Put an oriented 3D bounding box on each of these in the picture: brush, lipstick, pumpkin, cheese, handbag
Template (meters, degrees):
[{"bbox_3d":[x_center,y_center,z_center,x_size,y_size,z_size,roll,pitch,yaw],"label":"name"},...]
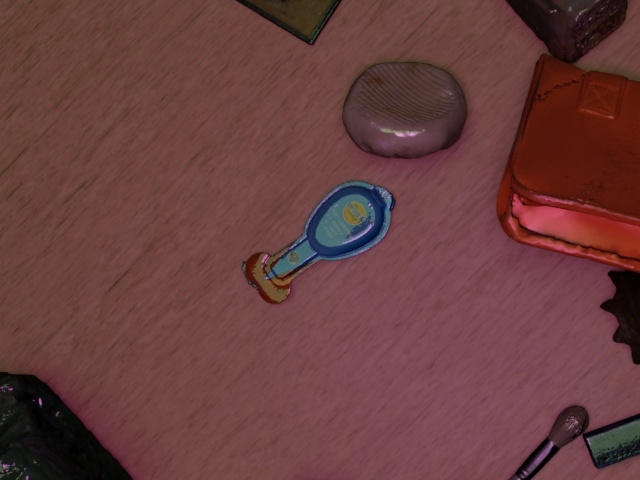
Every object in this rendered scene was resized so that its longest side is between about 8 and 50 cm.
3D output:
[{"bbox_3d":[0.282,0.354,1.631,0.042,0.039,0.299,41,93,9],"label":"brush"},{"bbox_3d":[0.527,0.244,1.597,0.312,0.051,0.051,-21,83,4],"label":"lipstick"},{"bbox_3d":[0.498,0.052,1.567,0.130,0.149,0.254,42,93,-3],"label":"pumpkin"},{"bbox_3d":[0.000,0.000,1.706,0.256,0.037,0.106,-35,80,6],"label":"cheese"},{"bbox_3d":[0.463,-0.093,1.545,0.410,0.116,0.303,14,52,10],"label":"handbag"}]

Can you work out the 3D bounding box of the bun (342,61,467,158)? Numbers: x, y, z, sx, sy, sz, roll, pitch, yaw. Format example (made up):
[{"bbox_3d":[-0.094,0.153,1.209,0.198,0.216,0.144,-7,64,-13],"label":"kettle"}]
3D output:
[{"bbox_3d":[0.124,-0.181,1.668,0.183,0.102,0.183,-1,50,2],"label":"bun"}]

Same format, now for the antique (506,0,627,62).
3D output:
[{"bbox_3d":[0.313,-0.409,1.652,0.125,0.150,0.284,-39,72,0],"label":"antique"}]

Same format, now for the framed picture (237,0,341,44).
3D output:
[{"bbox_3d":[-0.027,-0.507,1.762,0.255,0.014,0.338,34,91,10],"label":"framed picture"}]

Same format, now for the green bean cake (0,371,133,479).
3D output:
[{"bbox_3d":[-0.421,0.330,1.605,0.300,0.308,0.169,43,91,8],"label":"green bean cake"}]
